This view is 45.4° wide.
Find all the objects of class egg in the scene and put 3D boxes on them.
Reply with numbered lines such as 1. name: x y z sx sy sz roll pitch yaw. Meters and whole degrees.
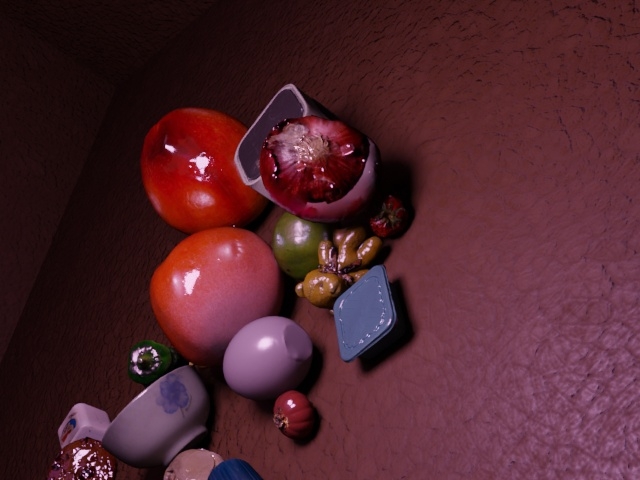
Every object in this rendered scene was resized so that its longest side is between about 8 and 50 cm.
1. egg: -0.121 0.264 1.682 0.232 0.176 0.176 -42 34 37

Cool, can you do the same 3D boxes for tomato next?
1. tomato: -0.233 0.143 1.832 0.341 0.341 0.273 -45 52 20

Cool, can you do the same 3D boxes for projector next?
1. projector: -0.038 -0.205 1.911 0.249 0.249 0.248 -49 31 14

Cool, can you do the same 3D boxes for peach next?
1. peach: -0.329 -0.200 2.169 0.388 0.388 0.388 -35 38 33

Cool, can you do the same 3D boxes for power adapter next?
1. power adapter: -0.706 0.567 2.288 0.130 0.125 0.205 -58 32 2

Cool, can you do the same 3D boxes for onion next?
1. onion: -0.001 -0.140 1.675 0.195 0.271 0.272 104 178 -59

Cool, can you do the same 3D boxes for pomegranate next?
1. pomegranate: 0.000 0.002 1.767 0.225 0.187 0.187 -5 55 24

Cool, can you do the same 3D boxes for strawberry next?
1. strawberry: 0.143 -0.057 1.677 0.106 0.106 0.106 -35 38 33

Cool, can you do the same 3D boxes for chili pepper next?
1. chili pepper: -0.396 0.310 1.853 0.136 0.270 0.099 -38 70 -9

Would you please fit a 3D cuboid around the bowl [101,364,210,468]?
1. bowl: -0.366 0.451 1.840 0.146 0.289 0.289 44 103 16

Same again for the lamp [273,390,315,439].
1. lamp: -0.055 0.362 1.585 0.101 0.090 0.101 26 123 50

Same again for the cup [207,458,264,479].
1. cup: -0.164 0.548 1.560 0.155 0.131 0.177 -150 66 -64

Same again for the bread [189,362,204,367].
1. bread: -0.337 0.289 2.078 0.188 0.065 0.149 -46 38 15

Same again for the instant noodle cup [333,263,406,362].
1. instant noodle cup: 0.105 0.157 1.560 0.157 0.070 0.179 -42 35 26

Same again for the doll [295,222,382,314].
1. doll: 0.046 0.063 1.661 0.210 0.137 0.097 -57 5 11

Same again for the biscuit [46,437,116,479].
1. biscuit: -0.663 0.644 2.127 0.049 0.191 0.192 95 -177 -57

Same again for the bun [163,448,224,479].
1. bun: -0.296 0.551 1.731 0.167 0.113 0.173 -58 33 -1
